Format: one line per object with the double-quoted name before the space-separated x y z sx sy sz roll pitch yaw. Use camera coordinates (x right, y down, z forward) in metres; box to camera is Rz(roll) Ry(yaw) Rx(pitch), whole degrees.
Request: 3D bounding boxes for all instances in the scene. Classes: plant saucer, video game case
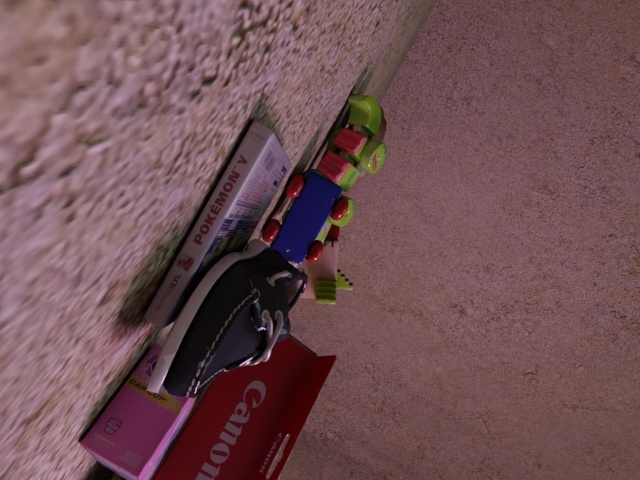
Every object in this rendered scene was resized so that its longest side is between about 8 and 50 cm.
"plant saucer" 0.074 -0.201 1.145 0.277 0.041 0.277 -53 -162 26
"video game case" -0.089 -0.015 0.473 0.183 0.023 0.201 -60 -179 2

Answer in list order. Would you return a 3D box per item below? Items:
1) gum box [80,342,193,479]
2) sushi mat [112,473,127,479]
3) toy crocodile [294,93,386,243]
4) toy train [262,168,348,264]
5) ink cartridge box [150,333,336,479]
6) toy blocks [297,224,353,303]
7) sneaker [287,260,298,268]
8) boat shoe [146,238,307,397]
"gum box" -0.187 0.199 0.516 0.107 0.062 0.188 -60 180 -35
"sushi mat" -0.300 0.427 0.585 0.316 0.019 0.151 -56 -152 25
"toy crocodile" 0.031 -0.133 0.964 0.340 0.115 0.105 -61 154 3
"toy train" -0.052 -0.013 0.853 0.248 0.105 0.143 -60 -167 15
"ink cartridge box" -0.147 0.266 0.685 0.272 0.130 0.309 -25 -149 58
"toy blocks" 0.000 0.000 1.267 0.381 0.191 0.260 -67 160 -84
"sneaker" -0.063 0.005 1.595 0.235 0.090 0.094 -62 171 -24
"boat shoe" -0.070 0.070 0.479 0.114 0.091 0.302 -60 -179 18
